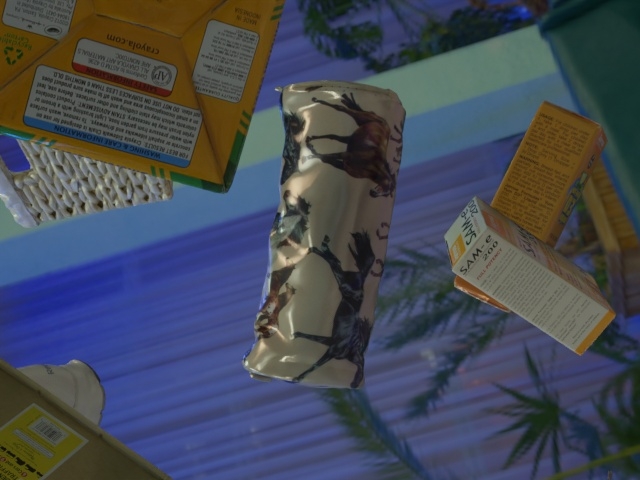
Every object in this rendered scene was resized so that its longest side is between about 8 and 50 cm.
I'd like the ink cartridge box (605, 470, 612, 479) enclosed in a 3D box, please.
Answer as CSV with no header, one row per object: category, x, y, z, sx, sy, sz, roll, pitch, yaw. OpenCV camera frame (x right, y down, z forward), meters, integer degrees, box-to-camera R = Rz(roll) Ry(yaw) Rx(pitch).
ink cartridge box,0.191,0.347,0.991,0.223,0.045,0.224,-30,-36,-48

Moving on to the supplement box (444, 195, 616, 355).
supplement box,0.127,0.020,0.618,0.098,0.036,0.062,33,-162,-11

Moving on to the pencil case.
pencil case,0.000,0.000,1.302,0.160,0.183,0.410,7,-87,-39

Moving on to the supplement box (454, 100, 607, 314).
supplement box,0.240,-0.035,1.139,0.233,0.080,0.078,-66,-22,3

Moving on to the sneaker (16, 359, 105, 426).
sneaker,-0.348,0.276,1.138,0.129,0.111,0.297,17,-98,-50

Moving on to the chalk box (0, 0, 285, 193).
chalk box,-0.152,-0.170,0.745,0.289,0.180,0.179,-134,60,-68

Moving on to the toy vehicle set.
toy vehicle set,-0.299,0.222,0.983,0.166,0.267,0.035,-38,-27,-49

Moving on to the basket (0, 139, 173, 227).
basket,-0.383,-0.251,1.553,0.328,0.266,0.331,75,-171,-51
